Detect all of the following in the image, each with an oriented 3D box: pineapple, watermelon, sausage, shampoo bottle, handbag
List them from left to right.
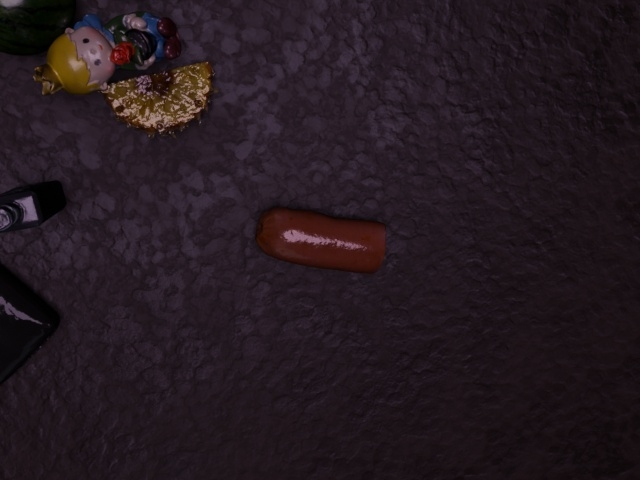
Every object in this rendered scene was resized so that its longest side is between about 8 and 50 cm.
[{"bbox_3d":[-0.666,0.159,1.450,0.247,0.080,0.223,44,91,-12],"label":"handbag"},{"bbox_3d":[-0.524,-0.056,1.317,0.098,0.309,0.071,-9,101,-8],"label":"shampoo bottle"},{"bbox_3d":[-0.523,-0.423,1.328,0.188,0.215,0.188,13,113,34],"label":"watermelon"},{"bbox_3d":[-0.302,-0.255,1.435,0.233,0.079,0.135,-13,103,-6],"label":"pineapple"},{"bbox_3d":[0.000,0.000,1.508,0.259,0.113,0.113,8,98,-11],"label":"sausage"}]

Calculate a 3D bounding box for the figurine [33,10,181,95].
[{"bbox_3d":[-0.375,-0.325,1.324,0.234,0.185,0.127,-32,129,-42],"label":"figurine"}]
